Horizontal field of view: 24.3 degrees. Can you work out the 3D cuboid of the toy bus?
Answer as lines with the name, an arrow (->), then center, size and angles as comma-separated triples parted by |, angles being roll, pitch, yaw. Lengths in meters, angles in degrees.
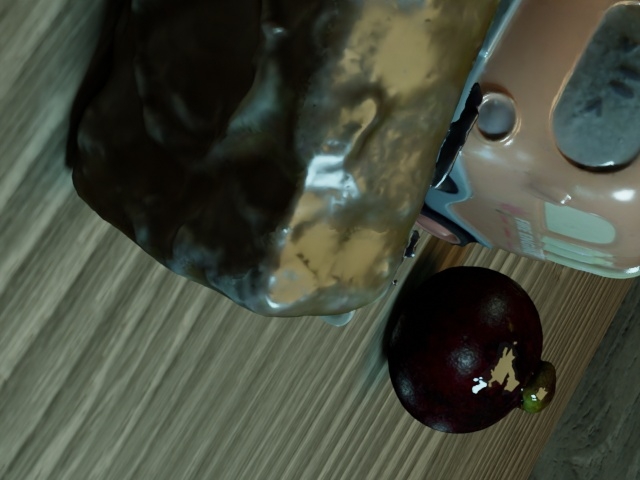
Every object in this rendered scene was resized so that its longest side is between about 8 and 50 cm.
toy bus -> 0.178, -0.075, 1.032 | 0.194, 0.232, 0.287 | -58, 164, -9

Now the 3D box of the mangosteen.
mangosteen -> 0.133, 0.097, 1.266 | 0.152, 0.153, 0.152 | -54, 160, -30

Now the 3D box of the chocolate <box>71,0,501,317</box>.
chocolate -> -0.013, -0.086, 0.601 | 0.093, 0.148, 0.214 | 0, 112, -50

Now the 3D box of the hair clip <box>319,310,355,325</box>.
hair clip -> 0.000, 0.000, 0.939 | 0.072, 0.034, 0.226 | -61, 162, -7
